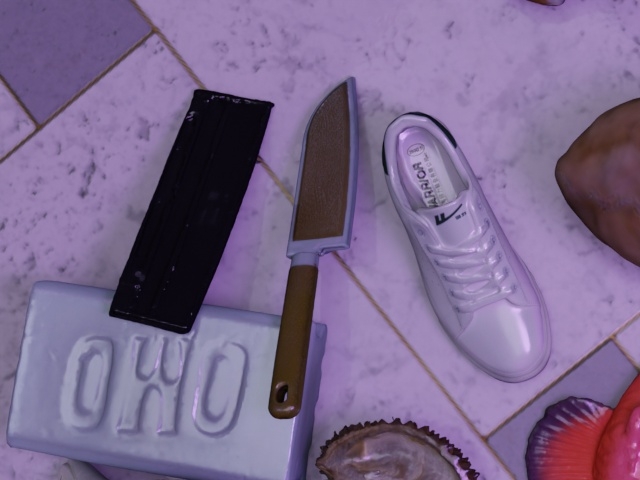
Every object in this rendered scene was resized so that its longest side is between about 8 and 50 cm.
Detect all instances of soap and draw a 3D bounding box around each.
[{"bbox_3d":[-0.138,0.133,1.462,0.265,0.087,0.160,9,85,11],"label":"soap"}]

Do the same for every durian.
[{"bbox_3d":[0.084,0.229,1.408,0.188,0.091,0.148,33,103,20],"label":"durian"}]

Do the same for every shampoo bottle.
[{"bbox_3d":[-0.202,0.232,1.447,0.034,0.141,0.049,21,84,-28],"label":"shampoo bottle"}]

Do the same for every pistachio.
[{"bbox_3d":[0.344,-0.043,1.344,0.293,0.181,0.162,5,93,3],"label":"pistachio"}]

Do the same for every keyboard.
[{"bbox_3d":[-0.114,-0.031,1.466,0.087,0.017,0.251,12,62,11],"label":"keyboard"}]

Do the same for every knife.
[{"bbox_3d":[0.001,0.000,1.428,0.061,0.027,0.343,-7,59,25],"label":"knife"}]

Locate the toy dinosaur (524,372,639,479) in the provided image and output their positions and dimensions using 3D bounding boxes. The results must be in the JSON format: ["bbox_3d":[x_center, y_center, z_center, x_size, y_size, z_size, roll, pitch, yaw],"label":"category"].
[{"bbox_3d":[0.254,0.159,1.411,0.139,0.070,0.286,5,83,33],"label":"toy dinosaur"}]

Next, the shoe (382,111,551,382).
[{"bbox_3d":[0.120,0.003,1.418,0.095,0.110,0.265,-27,77,6],"label":"shoe"}]

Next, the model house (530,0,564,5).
[{"bbox_3d":[0.183,-0.307,1.378,0.300,0.271,0.190,-13,66,25],"label":"model house"}]
